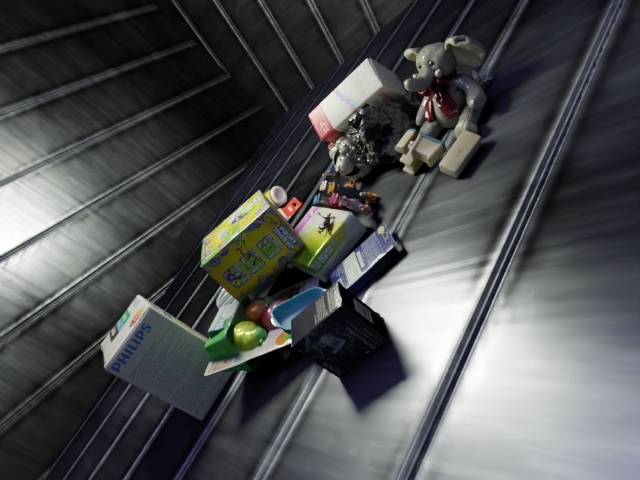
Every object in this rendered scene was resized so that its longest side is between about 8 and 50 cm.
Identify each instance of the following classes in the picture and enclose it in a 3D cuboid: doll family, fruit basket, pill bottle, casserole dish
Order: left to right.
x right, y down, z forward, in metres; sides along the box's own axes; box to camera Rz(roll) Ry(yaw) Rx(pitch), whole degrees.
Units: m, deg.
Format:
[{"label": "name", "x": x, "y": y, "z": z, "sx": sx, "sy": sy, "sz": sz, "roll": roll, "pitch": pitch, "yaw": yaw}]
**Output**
[{"label": "fruit basket", "x": -0.171, "y": 0.239, "z": 1.257, "sx": 0.352, "sy": 0.166, "sz": 0.327, "roll": -31, "pitch": 19, "yaw": 18}, {"label": "pill bottle", "x": -0.266, "y": -0.207, "z": 2.176, "sx": 0.184, "sy": 0.103, "sz": 0.103, "roll": -25, "pitch": 34, "yaw": 44}, {"label": "casserole dish", "x": -0.044, "y": 0.193, "z": 1.118, "sx": 0.188, "sy": 0.037, "sz": 0.114, "roll": -25, "pitch": 33, "yaw": -23}, {"label": "doll family", "x": 0.097, "y": -0.153, "z": 1.380, "sx": 0.263, "sy": 0.163, "sz": 0.119, "roll": -162, "pitch": 88, "yaw": -69}]

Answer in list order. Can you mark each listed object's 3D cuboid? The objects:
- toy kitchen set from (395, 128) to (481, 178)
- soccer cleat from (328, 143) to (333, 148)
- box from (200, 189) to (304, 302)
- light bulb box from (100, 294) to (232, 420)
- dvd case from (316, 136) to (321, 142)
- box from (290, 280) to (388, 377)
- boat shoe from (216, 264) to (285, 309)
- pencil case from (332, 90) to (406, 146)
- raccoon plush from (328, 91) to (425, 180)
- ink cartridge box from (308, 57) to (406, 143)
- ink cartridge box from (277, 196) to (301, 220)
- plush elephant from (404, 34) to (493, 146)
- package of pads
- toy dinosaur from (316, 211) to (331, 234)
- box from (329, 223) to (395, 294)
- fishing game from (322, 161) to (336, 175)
[{"label": "toy kitchen set", "x": 0.342, "y": -0.246, "z": 1.190, "sx": 0.207, "sy": 0.166, "sz": 0.122, "roll": 35, "pitch": 85, "yaw": 30}, {"label": "soccer cleat", "x": 0.075, "y": -0.496, "z": 2.089, "sx": 0.083, "sy": 0.029, "sz": 0.036, "roll": -37, "pitch": 18, "yaw": 21}, {"label": "box", "x": -0.237, "y": 0.005, "z": 1.382, "sx": 0.279, "sy": 0.177, "sz": 0.290, "roll": -41, "pitch": 22, "yaw": 1}, {"label": "light bulb box", "x": -0.535, "y": 0.393, "z": 1.438, "sx": 0.225, "sy": 0.361, "sz": 0.357, "roll": -58, "pitch": 24, "yaw": -18}, {"label": "dvd case", "x": 0.067, "y": -0.663, "z": 2.258, "sx": 0.180, "sy": 0.022, "sz": 0.253, "roll": -50, "pitch": 8, "yaw": 44}, {"label": "box", "x": 0.040, "y": 0.206, "z": 0.937, "sx": 0.158, "sy": 0.156, "sz": 0.093, "roll": -42, "pitch": 25, "yaw": 19}, {"label": "boat shoe", "x": -0.245, "y": 0.171, "z": 1.521, "sx": 0.302, "sy": 0.109, "sz": 0.094, "roll": -36, "pitch": -22, "yaw": -23}, {"label": "pencil case", "x": 0.193, "y": -0.539, "z": 1.776, "sx": 0.386, "sy": 0.167, "sz": 0.160, "roll": -47, "pitch": 59, "yaw": 8}, {"label": "raccoon plush", "x": 0.238, "y": -0.374, "z": 1.521, "sx": 0.445, "sy": 0.216, "sz": 0.299, "roll": -25, "pitch": -1, "yaw": -19}, {"label": "ink cartridge box", "x": 0.143, "y": -0.500, "z": 1.539, "sx": 0.306, "sy": 0.131, "sz": 0.226, "roll": -33, "pitch": -16, "yaw": 34}, {"label": "ink cartridge box", "x": -0.200, "y": -0.124, "z": 1.999, "sx": 0.225, "sy": 0.056, "sz": 0.181, "roll": -51, "pitch": 23, "yaw": 4}, {"label": "plush elephant", "x": 0.360, "y": -0.466, "z": 1.234, "sx": 0.330, "sy": 0.255, "sz": 0.271, "roll": -55, "pitch": 23, "yaw": -11}, {"label": "package of pads", "x": 0.000, "y": 0.000, "z": 1.375, "sx": 0.229, "sy": 0.101, "sz": 0.296, "roll": -51, "pitch": 26, "yaw": -10}, {"label": "toy dinosaur", "x": 0.021, "y": -0.053, "z": 1.278, "sx": 0.090, "sy": 0.047, "sz": 0.082, "roll": 28, "pitch": 57, "yaw": 26}, {"label": "box", "x": 0.122, "y": 0.063, "z": 1.153, "sx": 0.225, "sy": 0.036, "sz": 0.136, "roll": -45, "pitch": 24, "yaw": 17}, {"label": "fishing game", "x": 0.126, "y": -0.347, "z": 1.692, "sx": 0.264, "sy": 0.041, "sz": 0.189, "roll": -41, "pitch": -8, "yaw": 22}]
